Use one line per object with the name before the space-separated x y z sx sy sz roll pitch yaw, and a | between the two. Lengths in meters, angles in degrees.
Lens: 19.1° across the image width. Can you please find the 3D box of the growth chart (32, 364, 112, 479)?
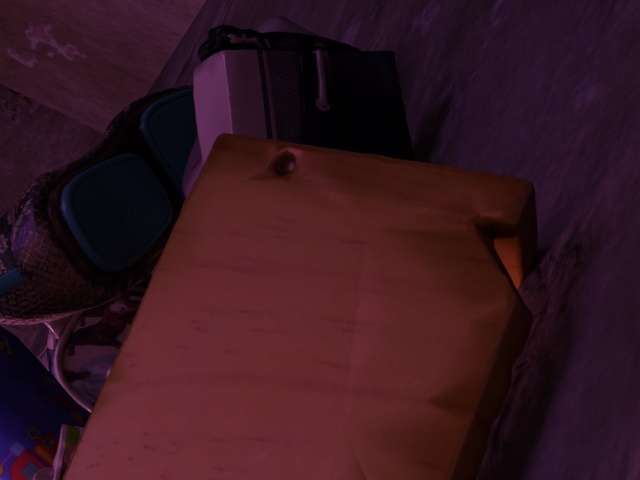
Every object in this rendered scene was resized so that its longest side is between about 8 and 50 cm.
growth chart | -0.153 0.217 1.522 0.021 0.172 0.237 -77 12 -83

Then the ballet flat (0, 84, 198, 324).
ballet flat | -0.189 -0.035 1.837 0.182 0.164 0.483 -28 5 29

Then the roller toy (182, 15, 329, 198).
roller toy | -0.038 -0.097 1.729 0.209 0.146 0.191 -59 12 29

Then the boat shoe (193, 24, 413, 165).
boat shoe | 0.000 0.000 1.467 0.127 0.158 0.340 163 104 -69

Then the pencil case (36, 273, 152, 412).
pencil case | -0.240 0.156 2.002 0.160 0.183 0.410 -44 2 -24

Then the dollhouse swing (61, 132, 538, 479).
dollhouse swing | 0.010 0.164 1.168 0.315 0.305 0.346 10 69 35

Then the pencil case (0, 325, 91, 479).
pencil case | -0.224 0.178 1.596 0.119 0.306 0.133 -49 3 6
